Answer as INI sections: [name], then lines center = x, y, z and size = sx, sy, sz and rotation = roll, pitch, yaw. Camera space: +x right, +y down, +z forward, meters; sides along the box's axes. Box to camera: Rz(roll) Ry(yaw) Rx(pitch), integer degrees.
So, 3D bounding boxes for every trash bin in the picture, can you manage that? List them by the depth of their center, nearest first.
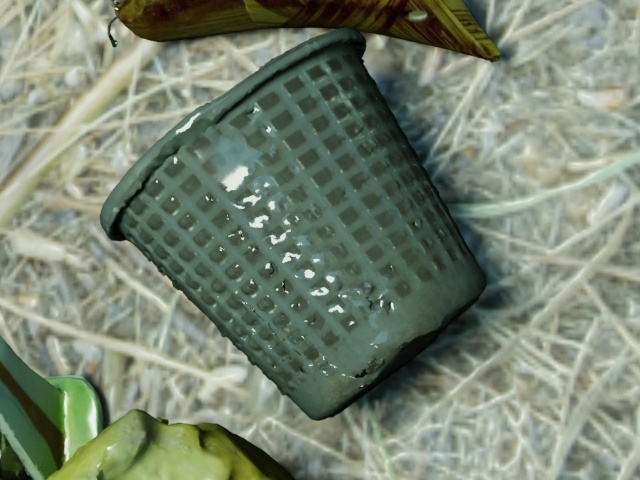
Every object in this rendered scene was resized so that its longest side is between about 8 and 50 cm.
[trash bin]
center = 0.000, 0.000, 0.713
size = 0.175, 0.175, 0.161
rotation = -40, 84, 5

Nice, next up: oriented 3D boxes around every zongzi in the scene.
[zongzi]
center = -0.019, -0.132, 0.781
size = 0.187, 0.084, 0.184
rotation = -34, 84, 14

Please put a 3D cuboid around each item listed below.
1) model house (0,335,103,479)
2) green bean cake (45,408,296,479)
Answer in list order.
[model house]
center = -0.306, 0.104, 0.679
size = 0.300, 0.323, 0.340
rotation = -5, 79, 13
[green bean cake]
center = -0.025, 0.197, 0.643
size = 0.236, 0.233, 0.124
rotation = 42, 86, 16
